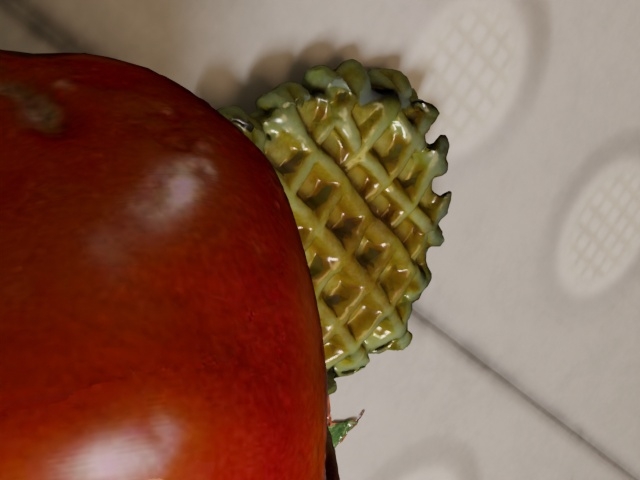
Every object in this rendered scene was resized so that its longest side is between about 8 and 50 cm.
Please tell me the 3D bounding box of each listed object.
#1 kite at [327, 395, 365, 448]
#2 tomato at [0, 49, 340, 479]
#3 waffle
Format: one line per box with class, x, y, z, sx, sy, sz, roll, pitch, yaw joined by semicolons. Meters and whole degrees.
kite;-0.041;0.119;0.939;0.198;0.006;0.244;-16;124;-37
tomato;-0.140;0.088;0.595;0.289;0.325;0.293;-8;133;-11
waffle;0.000;0.000;0.870;0.207;0.054;0.214;-13;118;-42
